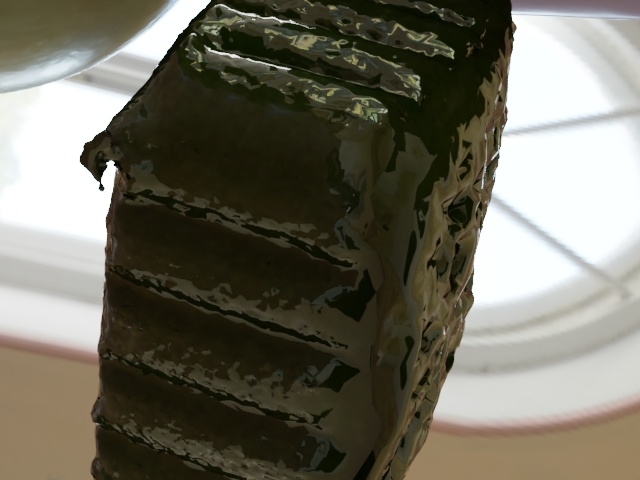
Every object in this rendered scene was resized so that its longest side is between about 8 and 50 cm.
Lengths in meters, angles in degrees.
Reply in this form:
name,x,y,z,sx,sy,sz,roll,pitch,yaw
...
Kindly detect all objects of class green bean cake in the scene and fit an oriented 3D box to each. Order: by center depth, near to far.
name,x,y,z,sx,sy,sz,roll,pitch,yaw
green bean cake,0.000,0.000,0.721,0.247,0.156,0.250,-56,160,-57

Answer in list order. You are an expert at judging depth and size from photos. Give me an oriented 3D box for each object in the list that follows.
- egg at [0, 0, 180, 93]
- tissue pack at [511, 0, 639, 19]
name,x,y,z,sx,sy,sz,roll,pitch,yaw
egg,-0.209,-0.228,0.910,0.336,0.278,0.278,-31,-136,38
tissue pack,0.174,-0.239,0.755,0.160,0.338,0.242,-60,145,-41
